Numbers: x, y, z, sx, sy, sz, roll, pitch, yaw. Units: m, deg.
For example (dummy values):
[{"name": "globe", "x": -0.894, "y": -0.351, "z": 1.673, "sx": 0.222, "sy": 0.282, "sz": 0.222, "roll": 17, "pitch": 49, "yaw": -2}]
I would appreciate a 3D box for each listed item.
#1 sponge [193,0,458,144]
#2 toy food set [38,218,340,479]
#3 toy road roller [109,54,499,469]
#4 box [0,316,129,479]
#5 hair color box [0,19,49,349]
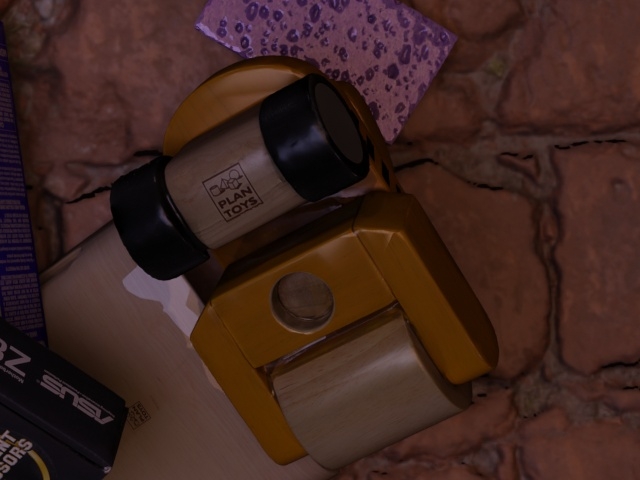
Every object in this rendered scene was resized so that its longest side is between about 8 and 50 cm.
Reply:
[{"name": "sponge", "x": 0.005, "y": -0.187, "z": 1.468, "sx": 0.210, "sy": 0.031, "sz": 0.117, "roll": 31, "pitch": 93, "yaw": -4}, {"name": "toy food set", "x": -0.156, "y": 0.146, "z": 1.466, "sx": 0.219, "sy": 0.092, "sz": 0.306, "roll": -35, "pitch": 92, "yaw": 11}, {"name": "toy road roller", "x": 0.000, "y": 0.000, "z": 1.373, "sx": 0.202, "sy": 0.240, "sz": 0.330, "roll": -27, "pitch": 103, "yaw": 20}, {"name": "box", "x": -0.396, "y": 0.182, "z": 1.309, "sx": 0.318, "sy": 0.097, "sz": 0.395, "roll": 38, "pitch": 118, "yaw": -17}, {"name": "hair color box", "x": -0.350, "y": -0.015, "z": 1.391, "sx": 0.185, "sy": 0.110, "sz": 0.339, "roll": -8, "pitch": 88, "yaw": 11}]
